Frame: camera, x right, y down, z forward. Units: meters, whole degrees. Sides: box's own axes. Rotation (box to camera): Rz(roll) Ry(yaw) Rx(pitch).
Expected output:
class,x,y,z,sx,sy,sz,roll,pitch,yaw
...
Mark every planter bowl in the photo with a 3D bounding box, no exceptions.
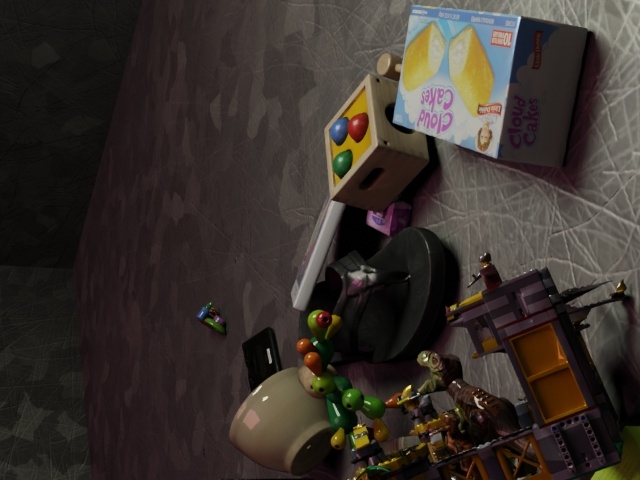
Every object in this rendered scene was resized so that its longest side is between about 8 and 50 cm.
class,x,y,z,sx,sy,sz,roll,pitch,yaw
planter bowl,-0.043,0.292,1.649,0.109,0.162,0.162,39,127,30

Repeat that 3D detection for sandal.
class,x,y,z,sx,sy,sz,roll,pitch,yaw
sandal,0.040,0.100,1.509,0.446,0.107,0.167,143,128,-61

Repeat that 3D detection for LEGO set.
class,x,y,z,sx,sy,sz,roll,pitch,yaw
LEGO set,0.142,0.120,0.965,0.255,0.331,0.192,-25,82,24

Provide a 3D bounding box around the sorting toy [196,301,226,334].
class,x,y,z,sx,sy,sz,roll,pitch,yaw
sorting toy,-0.222,0.158,2.216,0.042,0.061,0.102,-54,28,-12

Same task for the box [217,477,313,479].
class,x,y,z,sx,sy,sz,roll,pitch,yaw
box,-0.075,0.498,1.650,0.142,0.163,0.247,177,96,-71

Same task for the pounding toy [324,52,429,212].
class,x,y,z,sx,sy,sz,roll,pitch,yaw
pounding toy,0.079,-0.177,1.453,0.181,0.094,0.206,-48,37,45

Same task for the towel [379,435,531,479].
class,x,y,z,sx,sy,sz,roll,pitch,yaw
towel,0.161,0.376,1.270,0.312,0.056,0.324,144,125,-65

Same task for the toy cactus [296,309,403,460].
class,x,y,z,sx,sy,sz,roll,pitch,yaw
toy cactus,0.022,0.185,1.427,0.219,0.112,0.180,62,163,-13

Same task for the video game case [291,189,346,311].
class,x,y,z,sx,sy,sz,roll,pitch,yaw
video game case,0.000,0.000,1.597,0.183,0.023,0.201,-132,63,-86

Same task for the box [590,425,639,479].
class,x,y,z,sx,sy,sz,roll,pitch,yaw
box,0.300,0.264,0.943,0.178,0.042,0.109,-113,34,-48

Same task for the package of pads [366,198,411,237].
class,x,y,z,sx,sy,sz,roll,pitch,yaw
package of pads,0.094,-0.037,1.501,0.083,0.032,0.050,-148,65,-64

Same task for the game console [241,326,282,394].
class,x,y,z,sx,sy,sz,roll,pitch,yaw
game console,-0.098,0.238,1.945,0.107,0.071,0.122,-35,49,24

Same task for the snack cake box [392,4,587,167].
class,x,y,z,sx,sy,sz,roll,pitch,yaw
snack cake box,0.185,-0.184,1.235,0.264,0.089,0.152,-146,63,-65
